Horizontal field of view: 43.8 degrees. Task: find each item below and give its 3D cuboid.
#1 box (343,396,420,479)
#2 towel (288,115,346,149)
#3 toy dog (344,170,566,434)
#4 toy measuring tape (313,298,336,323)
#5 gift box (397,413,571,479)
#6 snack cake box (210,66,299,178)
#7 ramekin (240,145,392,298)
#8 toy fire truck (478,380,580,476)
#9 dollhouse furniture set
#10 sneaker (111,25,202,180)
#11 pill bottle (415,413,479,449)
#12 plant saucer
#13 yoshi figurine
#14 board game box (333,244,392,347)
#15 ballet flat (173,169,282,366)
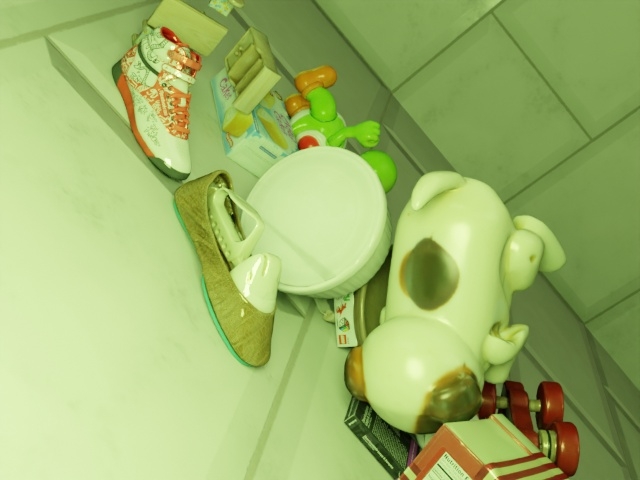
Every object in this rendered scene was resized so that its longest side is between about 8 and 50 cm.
[{"bbox_3d":[0.108,0.335,1.369,0.162,0.029,0.116,51,20,-7],"label":"box"},{"bbox_3d":[-0.015,-0.225,2.005,0.336,0.040,0.243,18,42,-54],"label":"towel"},{"bbox_3d":[0.214,0.124,1.321,0.408,0.285,0.395,-67,156,-19],"label":"toy dog"},{"bbox_3d":[0.000,0.000,1.559,0.121,0.121,0.330,24,35,-51],"label":"toy measuring tape"},{"bbox_3d":[0.232,0.427,1.191,0.258,0.276,0.255,13,31,-54],"label":"gift box"},{"bbox_3d":[-0.139,-0.254,1.709,0.152,0.089,0.264,32,30,-41],"label":"snack cake box"},{"bbox_3d":[0.002,-0.020,1.410,0.127,0.273,0.273,43,19,-59],"label":"ramekin"},{"bbox_3d":[0.380,0.421,1.546,0.302,0.169,0.254,-81,174,-64],"label":"toy fire truck"},{"bbox_3d":[-0.213,-0.379,1.547,0.242,0.212,0.161,24,34,-36],"label":"dollhouse furniture set"},{"bbox_3d":[-0.258,-0.246,1.373,0.090,0.145,0.270,14,43,-58],"label":"sneaker"},{"bbox_3d":[0.232,0.328,1.465,0.117,0.117,0.215,51,11,-2],"label":"pill bottle"},{"bbox_3d":[0.147,0.145,1.510,0.278,0.041,0.278,10,76,-49],"label":"plant saucer"},{"bbox_3d":[0.060,-0.224,1.869,0.203,0.203,0.362,19,44,-62],"label":"yoshi figurine"},{"bbox_3d":[0.136,0.107,1.579,0.305,0.053,0.193,4,80,-51],"label":"board game box"},{"bbox_3d":[-0.128,0.024,1.242,0.116,0.124,0.342,23,36,-51],"label":"ballet flat"}]
